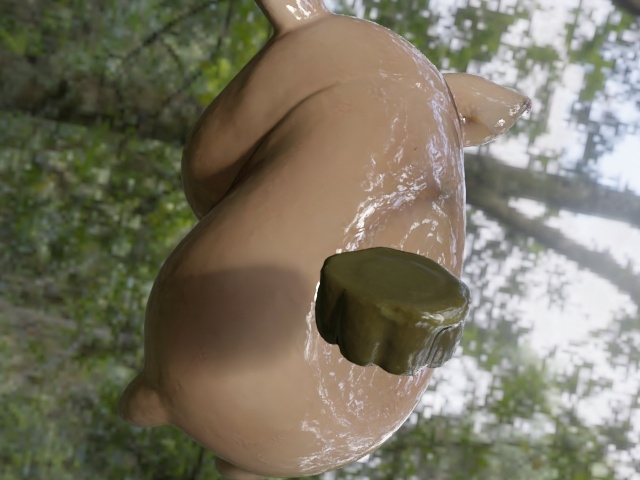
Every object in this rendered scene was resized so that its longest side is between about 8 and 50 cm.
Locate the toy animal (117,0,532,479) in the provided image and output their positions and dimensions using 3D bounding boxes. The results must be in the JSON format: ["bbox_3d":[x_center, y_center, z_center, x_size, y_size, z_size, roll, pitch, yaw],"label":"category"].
[{"bbox_3d":[-0.003,-0.007,0.678,0.154,0.166,0.250,-18,-133,41],"label":"toy animal"}]

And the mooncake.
[{"bbox_3d":[0.074,0.121,0.393,0.346,0.150,0.057,-91,-175,-47],"label":"mooncake"}]
